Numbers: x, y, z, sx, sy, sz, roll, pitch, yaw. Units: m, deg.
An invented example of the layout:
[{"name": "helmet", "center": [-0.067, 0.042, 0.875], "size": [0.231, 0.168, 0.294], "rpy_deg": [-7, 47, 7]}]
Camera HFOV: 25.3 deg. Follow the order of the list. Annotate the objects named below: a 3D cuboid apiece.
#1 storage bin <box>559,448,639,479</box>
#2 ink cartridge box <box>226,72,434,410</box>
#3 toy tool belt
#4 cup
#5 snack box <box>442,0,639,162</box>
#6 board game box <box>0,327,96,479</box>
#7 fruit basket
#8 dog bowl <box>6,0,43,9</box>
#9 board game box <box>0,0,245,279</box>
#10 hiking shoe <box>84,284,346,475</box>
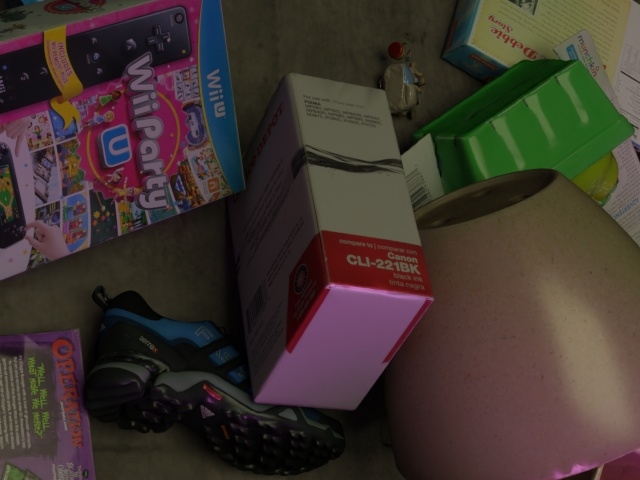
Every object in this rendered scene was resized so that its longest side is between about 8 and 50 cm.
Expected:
[{"name": "storage bin", "center": [0.329, 0.281, 1.563], "size": [0.262, 0.260, 0.123], "rpy_deg": [26, 64, -22]}, {"name": "ink cartridge box", "center": [0.000, 0.000, 1.410], "size": [0.114, 0.197, 0.273], "rpy_deg": [7, 49, -22]}, {"name": "toy tool belt", "center": [0.097, -0.185, 1.658], "size": [0.051, 0.052, 0.083], "rpy_deg": [13, 74, -59]}, {"name": "cup", "center": [0.193, 0.067, 1.417], "size": [0.331, 0.331, 0.237], "rpy_deg": [-28, 103, -31]}, {"name": "snack box", "center": [0.315, -0.240, 1.780], "size": [0.322, 0.060, 0.187], "rpy_deg": [27, 67, -22]}, {"name": "board game box", "center": [-0.308, 0.263, 1.328], "size": [0.208, 0.056, 0.347], "rpy_deg": [-3, 81, -26]}, {"name": "fruit basket", "center": [0.255, -0.019, 1.667], "size": [0.327, 0.165, 0.353], "rpy_deg": [-35, 119, -23]}, {"name": "dog bowl", "center": [-0.247, -0.335, 1.476], "size": [0.165, 0.074, 0.297], "rpy_deg": [10, 75, -27]}, {"name": "board game box", "center": [-0.233, -0.116, 1.375], "size": [0.303, 0.097, 0.224], "rpy_deg": [-22, 119, -31]}, {"name": "hiking shoe", "center": [-0.093, 0.142, 1.439], "size": [0.304, 0.113, 0.132], "rpy_deg": [26, 47, -33]}]
